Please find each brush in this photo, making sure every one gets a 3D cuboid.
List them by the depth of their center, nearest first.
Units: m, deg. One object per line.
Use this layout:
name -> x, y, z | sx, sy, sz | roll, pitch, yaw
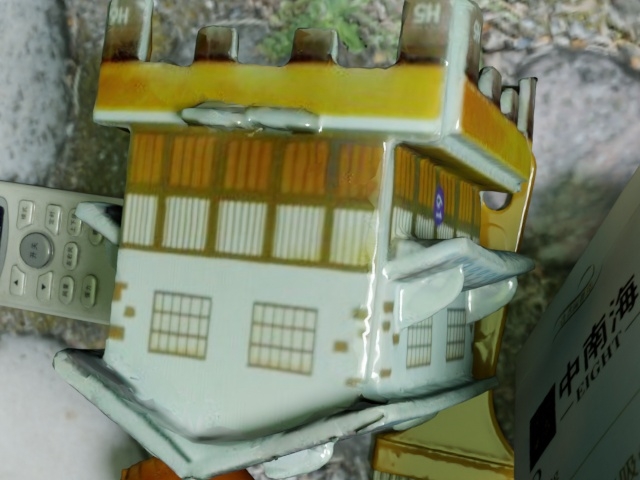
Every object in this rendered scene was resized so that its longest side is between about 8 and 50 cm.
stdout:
brush -> 0.094, 0.069, 0.566 | 0.103, 0.013, 0.272 | 10, 93, 13

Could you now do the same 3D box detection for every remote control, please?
remote control -> -0.178, 0.008, 0.622 | 0.190, 0.029, 0.087 | 10, 94, 13

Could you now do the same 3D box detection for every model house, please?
model house -> 0.000, 0.000, 0.475 | 0.198, 0.224, 0.215 | 3, 88, 21

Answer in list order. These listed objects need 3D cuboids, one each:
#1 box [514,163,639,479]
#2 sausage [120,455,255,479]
box -> 0.147, 0.086, 0.412 | 0.067, 0.243, 0.155 | 24, 124, -2
sausage -> -0.018, 0.250, 0.559 | 0.083, 0.089, 0.300 | -39, 82, 5
